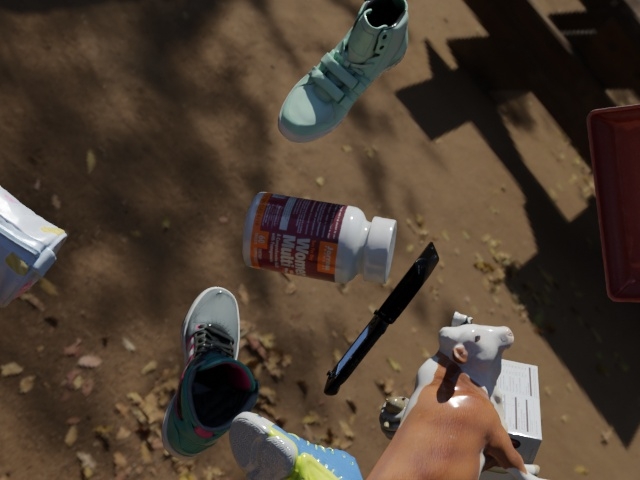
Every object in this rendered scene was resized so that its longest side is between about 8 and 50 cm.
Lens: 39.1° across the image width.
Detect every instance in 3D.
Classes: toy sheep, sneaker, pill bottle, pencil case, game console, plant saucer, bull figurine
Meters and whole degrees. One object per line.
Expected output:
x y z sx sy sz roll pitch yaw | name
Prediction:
0.156 0.353 1.738 0.091 0.091 0.132 -63 143 -51 | toy sheep
-0.167 0.195 1.448 0.124 0.178 0.295 20 62 -23 | sneaker
0.000 0.000 1.387 0.221 0.121 0.121 10 40 9 | pill bottle
0.030 -0.261 1.316 0.094 0.151 0.256 41 75 14 | sneaker
0.306 0.198 1.925 0.109 0.044 0.040 76 33 -46 | sneaker
-0.418 -0.046 1.008 0.273 0.124 0.113 41 47 -10 | pencil case
0.112 0.161 1.748 0.044 0.361 0.213 37 17 6 | game console
-0.023 0.324 1.275 0.240 0.091 0.126 47 26 5 | sneaker
0.478 -0.052 1.128 0.048 0.258 0.259 -20 103 -49 | plant saucer
0.142 0.236 0.954 0.188 0.101 0.310 40 64 -1 | bull figurine

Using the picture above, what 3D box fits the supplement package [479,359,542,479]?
0.309 0.383 1.703 0.145 0.261 0.204 12 33 4 | supplement package
